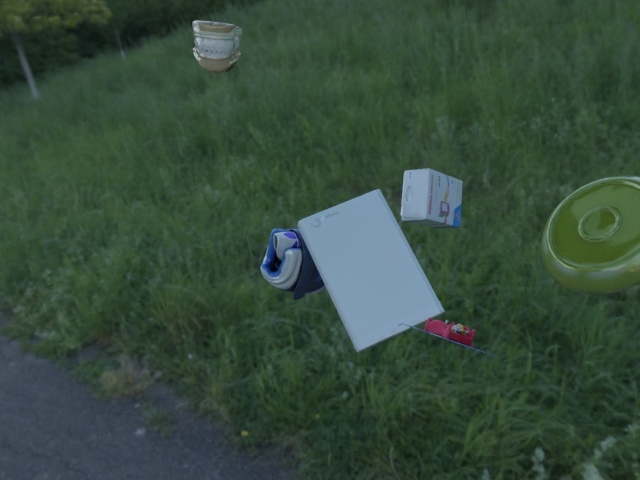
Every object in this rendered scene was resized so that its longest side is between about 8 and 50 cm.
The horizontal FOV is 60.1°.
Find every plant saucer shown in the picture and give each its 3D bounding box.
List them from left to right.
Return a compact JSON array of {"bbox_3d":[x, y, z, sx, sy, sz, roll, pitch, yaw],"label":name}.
[{"bbox_3d":[0.491,-0.022,0.960,0.241,0.037,0.241,-32,39,30],"label":"plant saucer"}]

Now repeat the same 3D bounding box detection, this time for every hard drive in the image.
[{"bbox_3d":[0.105,0.058,1.194,0.203,0.308,0.040,-22,-17,-11],"label":"hard drive"}]

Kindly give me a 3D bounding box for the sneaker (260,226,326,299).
[{"bbox_3d":[-0.001,0.000,1.324,0.323,0.130,0.236,-45,-32,15],"label":"sneaker"}]

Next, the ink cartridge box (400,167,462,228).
[{"bbox_3d":[0.198,-0.072,0.977,0.052,0.089,0.122,0,-5,43],"label":"ink cartridge box"}]

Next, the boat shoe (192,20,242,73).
[{"bbox_3d":[-0.127,-0.231,0.669,0.063,0.059,0.170,4,19,-6],"label":"boat shoe"}]

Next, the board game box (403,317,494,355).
[{"bbox_3d":[0.211,0.147,0.908,0.133,0.033,0.169,19,-6,2],"label":"board game box"}]
